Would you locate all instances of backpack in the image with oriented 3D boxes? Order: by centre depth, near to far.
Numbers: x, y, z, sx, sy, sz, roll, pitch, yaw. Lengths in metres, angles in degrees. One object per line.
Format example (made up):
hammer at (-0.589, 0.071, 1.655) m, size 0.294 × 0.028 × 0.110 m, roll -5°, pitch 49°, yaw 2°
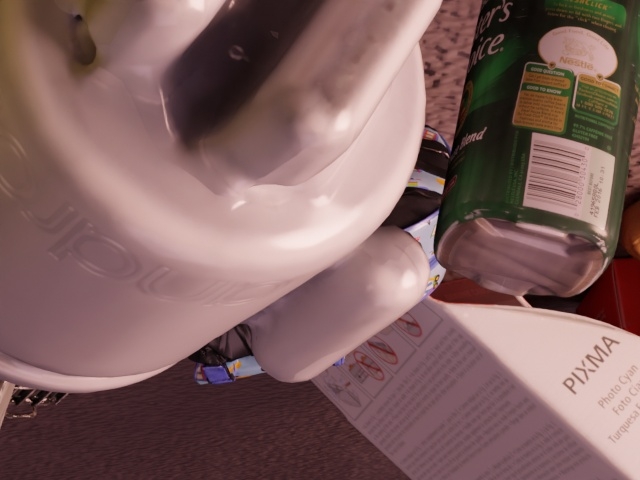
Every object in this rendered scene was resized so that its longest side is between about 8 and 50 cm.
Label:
backpack at (0.000, 0.000, 0.988) m, size 0.173 × 0.158 × 0.116 m, roll -11°, pitch 120°, yaw 5°

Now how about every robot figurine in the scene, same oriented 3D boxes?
robot figurine at (-0.089, -0.047, 0.764) m, size 0.300 × 0.199 × 0.353 m, roll 42°, pitch 146°, yaw -9°

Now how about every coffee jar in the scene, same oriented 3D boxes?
coffee jar at (0.107, -0.073, 0.766) m, size 0.079 × 0.184 × 0.096 m, roll 14°, pitch 159°, yaw -1°

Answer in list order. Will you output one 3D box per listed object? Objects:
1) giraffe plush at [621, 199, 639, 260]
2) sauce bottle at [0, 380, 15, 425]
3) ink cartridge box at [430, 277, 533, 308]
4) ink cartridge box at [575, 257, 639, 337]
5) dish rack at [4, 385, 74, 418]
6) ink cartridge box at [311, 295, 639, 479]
giraffe plush at (0.331, 0.050, 1.191) m, size 0.210 × 0.170 × 0.181 m, roll 12°, pitch 155°, yaw -39°
sauce bottle at (-0.324, 0.018, 0.873) m, size 0.344 × 0.111 × 0.111 m, roll 19°, pitch 157°, yaw -6°
ink cartridge box at (0.162, 0.108, 1.306) m, size 0.239 × 0.060 × 0.275 m, roll 49°, pitch 157°, yaw -11°
ink cartridge box at (0.295, 0.067, 1.374) m, size 0.231 × 0.078 × 0.134 m, roll -2°, pitch 159°, yaw -6°
dish rack at (-0.243, 0.047, 1.066) m, size 0.272 × 0.074 × 0.208 m, roll 7°, pitch 151°, yaw -33°
ink cartridge box at (0.120, 0.106, 1.199) m, size 0.091 × 0.385 × 0.308 m, roll -44°, pitch 173°, yaw -22°
